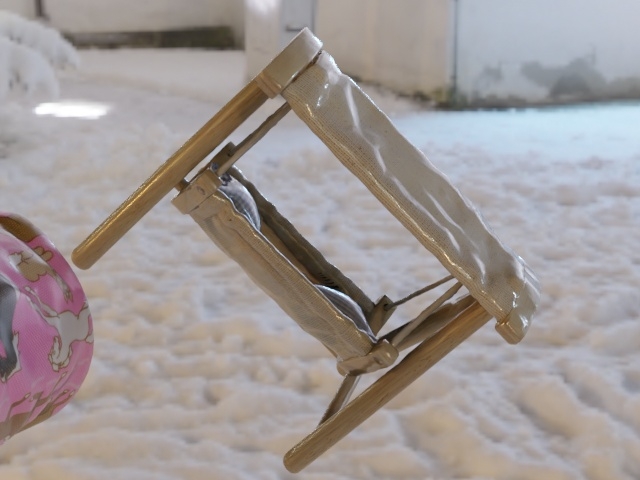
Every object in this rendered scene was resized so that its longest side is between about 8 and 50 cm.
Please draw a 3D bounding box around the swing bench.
[{"bbox_3d":[0.000,0.000,0.902,0.254,0.253,0.165,-38,10,33],"label":"swing bench"}]

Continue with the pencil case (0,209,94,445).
[{"bbox_3d":[-0.259,0.103,0.627,0.160,0.167,0.386,-11,12,14],"label":"pencil case"}]
